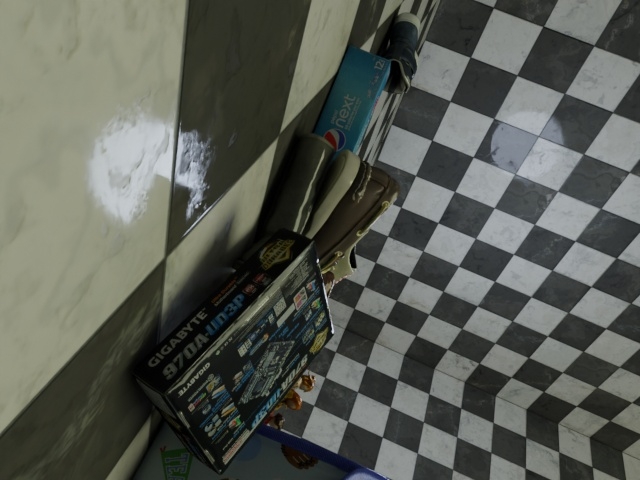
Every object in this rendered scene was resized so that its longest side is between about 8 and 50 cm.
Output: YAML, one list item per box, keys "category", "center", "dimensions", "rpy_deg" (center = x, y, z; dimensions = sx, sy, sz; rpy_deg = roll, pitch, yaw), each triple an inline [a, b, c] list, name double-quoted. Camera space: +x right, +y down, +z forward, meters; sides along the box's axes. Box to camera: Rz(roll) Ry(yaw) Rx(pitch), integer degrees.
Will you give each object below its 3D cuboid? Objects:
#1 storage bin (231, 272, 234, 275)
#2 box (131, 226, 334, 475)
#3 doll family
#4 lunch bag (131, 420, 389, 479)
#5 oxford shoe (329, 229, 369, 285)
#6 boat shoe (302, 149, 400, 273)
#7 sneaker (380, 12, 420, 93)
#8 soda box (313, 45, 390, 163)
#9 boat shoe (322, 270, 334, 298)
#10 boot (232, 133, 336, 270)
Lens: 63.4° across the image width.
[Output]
- category: "storage bin"
  center: [-0.105, 0.133, 0.734]
  dimensions: [0.180, 0.085, 0.121]
  rpy_deg: [102, 13, -71]
- category: "box"
  center: [-0.075, 0.118, 0.565]
  dimensions: [0.220, 0.051, 0.175]
  rpy_deg: [-47, 144, -31]
- category: "doll family"
  center: [-0.100, 0.324, 1.192]
  dimensions: [0.118, 0.163, 0.262]
  rpy_deg: [-60, 172, -52]
- category: "lunch bag"
  center: [-0.072, 0.416, 0.645]
  dimensions: [0.238, 0.386, 0.327]
  rpy_deg: [105, 11, -62]
- category: "oxford shoe"
  center: [0.029, 0.098, 1.617]
  dimensions: [0.140, 0.147, 0.396]
  rpy_deg: [-58, 171, -63]
- category: "boat shoe"
  center: [0.000, 0.000, 0.821]
  dimensions: [0.324, 0.097, 0.116]
  rpy_deg: [-53, -160, 39]
- category: "sneaker"
  center: [0.184, -0.400, 1.239]
  dimensions: [0.226, 0.086, 0.163]
  rpy_deg: [66, 36, -70]
- category: "soda box"
  center: [0.040, -0.193, 0.831]
  dimensions: [0.067, 0.071, 0.209]
  rpy_deg: [-30, 143, -83]
- category: "boat shoe"
  center: [-0.048, 0.220, 1.302]
  dimensions: [0.123, 0.123, 0.341]
  rpy_deg: [1, 114, -37]
- category: "boot"
  center: [-0.038, -0.042, 0.693]
  dimensions: [0.208, 0.076, 0.190]
  rpy_deg: [-60, -171, 0]
